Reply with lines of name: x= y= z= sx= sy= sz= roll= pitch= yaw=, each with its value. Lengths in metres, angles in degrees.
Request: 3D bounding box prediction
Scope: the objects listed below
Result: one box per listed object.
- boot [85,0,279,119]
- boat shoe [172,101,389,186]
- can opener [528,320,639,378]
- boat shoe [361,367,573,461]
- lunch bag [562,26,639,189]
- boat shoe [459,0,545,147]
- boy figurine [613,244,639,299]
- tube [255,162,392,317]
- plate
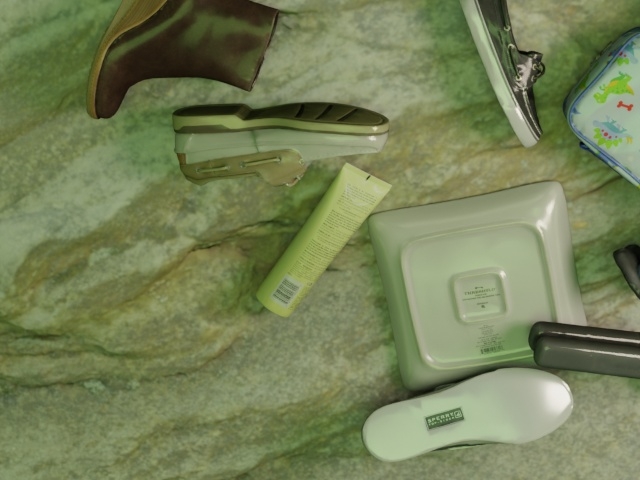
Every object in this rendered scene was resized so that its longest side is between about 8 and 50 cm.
boot: x=-0.190 y=-0.243 z=1.831 sx=0.207 sy=0.090 sz=0.248 roll=25 pitch=104 yaw=1
boat shoe: x=-0.052 y=-0.128 z=1.847 sx=0.302 sy=0.113 sz=0.103 roll=3 pitch=108 yaw=17
can opener: x=0.424 y=0.178 z=1.876 sx=0.283 sy=0.076 sz=0.095 roll=7 pitch=119 yaw=-7
boat shoe: x=0.206 y=0.251 z=1.932 sx=0.301 sy=0.102 sz=0.108 roll=-16 pitch=86 yaw=1
lunch bag: x=0.440 y=-0.161 z=1.785 sx=0.219 sy=0.090 sz=0.176 roll=37 pitch=106 yaw=-5
boat shoe: x=0.257 y=-0.238 z=1.795 sx=0.076 sy=0.080 sz=0.228 roll=-22 pitch=96 yaw=14
boy figurine: x=0.525 y=-0.020 z=1.768 sx=0.285 sy=0.177 sz=0.092 roll=-37 pitch=78 yaw=30
tube: x=0.000 y=0.000 z=1.901 sx=0.062 sy=0.070 sz=0.240 roll=39 pitch=107 yaw=8
plate: x=0.226 y=0.074 z=1.904 sx=0.277 sy=0.045 sz=0.278 roll=-10 pitch=106 yaw=9
